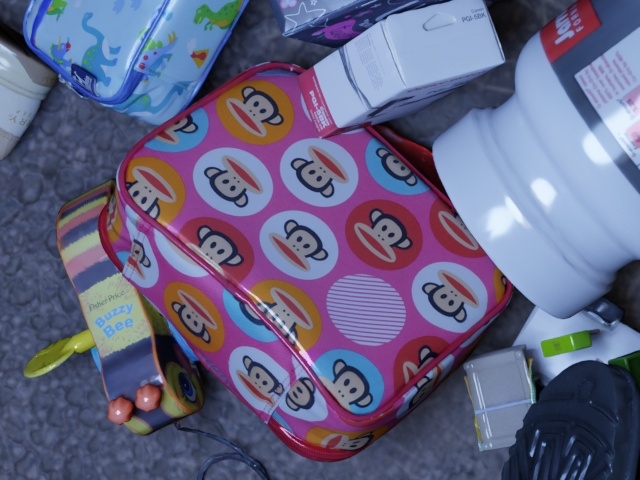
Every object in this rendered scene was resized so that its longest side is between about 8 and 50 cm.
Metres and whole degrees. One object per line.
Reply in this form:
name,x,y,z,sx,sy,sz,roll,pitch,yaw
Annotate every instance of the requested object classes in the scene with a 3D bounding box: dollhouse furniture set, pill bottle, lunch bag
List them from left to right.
lunch bag,-0.143,-0.217,1.501,0.176,0.090,0.219,40,104,42
lunch bag,0.000,0.000,1.445,0.293,0.258,0.120,45,147,10
dollhouse furniture set,0.188,0.111,1.421,0.152,0.058,0.076,-17,83,38
pill bottle,0.274,-0.111,1.341,0.363,0.210,0.210,-37,84,18

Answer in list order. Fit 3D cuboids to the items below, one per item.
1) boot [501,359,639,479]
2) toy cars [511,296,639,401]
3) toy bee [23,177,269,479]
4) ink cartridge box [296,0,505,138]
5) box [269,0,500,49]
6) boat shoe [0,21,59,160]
boot,0.254,0.272,1.345,0.260,0.131,0.348,10,89,-28
toy cars,0.343,0.097,1.424,0.394,0.087,0.176,-10,79,19
toy bee,-0.135,0.087,1.507,0.298,0.162,0.195,44,101,8
ink cartridge box,0.060,-0.130,1.399,0.135,0.099,0.056,-26,82,59
box,0.050,-0.233,1.390,0.163,0.247,0.142,-23,85,15
boat shoe,-0.389,-0.192,1.575,0.341,0.121,0.110,33,100,9
